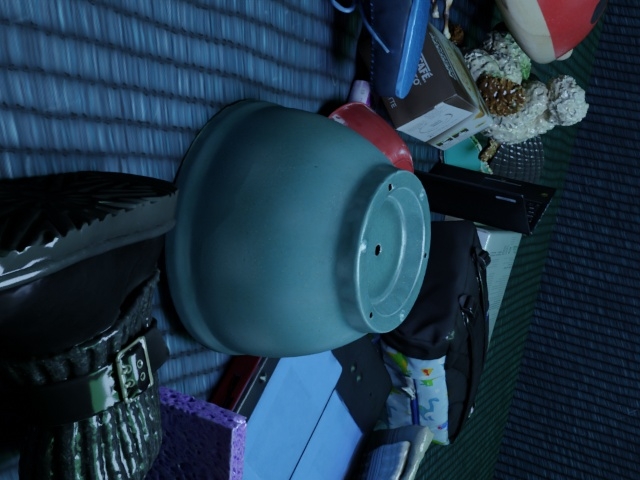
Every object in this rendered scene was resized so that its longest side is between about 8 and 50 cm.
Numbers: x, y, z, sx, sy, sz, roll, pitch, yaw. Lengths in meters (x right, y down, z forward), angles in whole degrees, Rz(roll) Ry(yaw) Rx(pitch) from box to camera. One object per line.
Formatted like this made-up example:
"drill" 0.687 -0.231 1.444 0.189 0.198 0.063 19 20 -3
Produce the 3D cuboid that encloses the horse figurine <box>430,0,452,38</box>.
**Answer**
"horse figurine" 0.198 -0.434 1.400 0.263 0.066 0.174 -63 155 -27

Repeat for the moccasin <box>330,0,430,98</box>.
"moccasin" 0.083 -0.354 1.129 0.138 0.116 0.342 -38 134 -74

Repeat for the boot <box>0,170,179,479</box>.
"boot" -0.218 0.093 0.673 0.348 0.131 0.260 -18 120 -64

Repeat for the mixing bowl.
"mixing bowl" 0.061 -0.086 1.208 0.181 0.098 0.181 -36 140 -37

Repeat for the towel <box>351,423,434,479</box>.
"towel" 0.023 0.420 1.339 0.324 0.056 0.312 -59 -172 -26

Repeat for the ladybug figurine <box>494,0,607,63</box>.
"ladybug figurine" 0.344 -0.484 1.414 0.449 0.162 0.305 58 32 -36

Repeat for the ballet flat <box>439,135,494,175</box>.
"ballet flat" 0.291 -0.138 1.766 0.077 0.091 0.241 -96 160 -53

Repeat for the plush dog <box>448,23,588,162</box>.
"plush dog" 0.294 -0.260 1.561 0.225 0.262 0.210 26 110 -45

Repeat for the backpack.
"backpack" 0.179 0.187 1.543 0.290 0.273 0.355 -70 147 -44

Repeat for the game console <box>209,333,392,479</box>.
"game console" -0.030 0.264 1.208 0.386 0.060 0.342 -61 138 -29

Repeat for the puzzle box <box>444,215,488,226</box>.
"puzzle box" 0.353 -0.003 2.049 0.409 0.052 0.272 -21 123 -63

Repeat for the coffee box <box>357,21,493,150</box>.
"coffee box" 0.162 -0.228 1.327 0.141 0.098 0.246 66 20 10

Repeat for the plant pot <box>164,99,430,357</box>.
"plant pot" 0.000 0.000 0.983 0.293 0.196 0.293 -25 120 -55

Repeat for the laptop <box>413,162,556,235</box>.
"laptop" 0.267 -0.105 1.547 0.264 0.234 0.137 -47 145 -48

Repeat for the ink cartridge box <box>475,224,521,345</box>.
"ink cartridge box" 0.327 0.130 1.919 0.324 0.071 0.330 0 107 -67

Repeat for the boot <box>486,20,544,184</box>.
"boot" 0.396 -0.264 1.860 0.338 0.118 0.223 94 -4 -46

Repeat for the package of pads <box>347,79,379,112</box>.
"package of pads" 0.056 -0.181 1.270 0.050 0.032 0.083 22 83 -67

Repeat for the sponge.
"sponge" -0.142 0.269 0.978 0.031 0.117 0.210 -30 131 -57
